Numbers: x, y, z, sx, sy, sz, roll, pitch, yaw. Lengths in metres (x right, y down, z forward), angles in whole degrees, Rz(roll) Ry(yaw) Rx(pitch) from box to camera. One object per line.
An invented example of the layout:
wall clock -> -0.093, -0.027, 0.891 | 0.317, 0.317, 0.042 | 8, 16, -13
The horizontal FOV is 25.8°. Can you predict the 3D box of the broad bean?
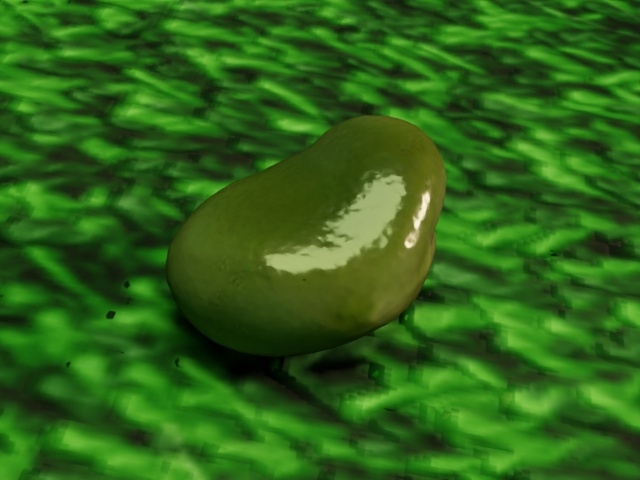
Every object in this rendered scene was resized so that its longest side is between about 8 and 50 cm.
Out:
broad bean -> 0.000, 0.000, 0.360 | 0.063, 0.045, 0.083 | 30, 47, 31
